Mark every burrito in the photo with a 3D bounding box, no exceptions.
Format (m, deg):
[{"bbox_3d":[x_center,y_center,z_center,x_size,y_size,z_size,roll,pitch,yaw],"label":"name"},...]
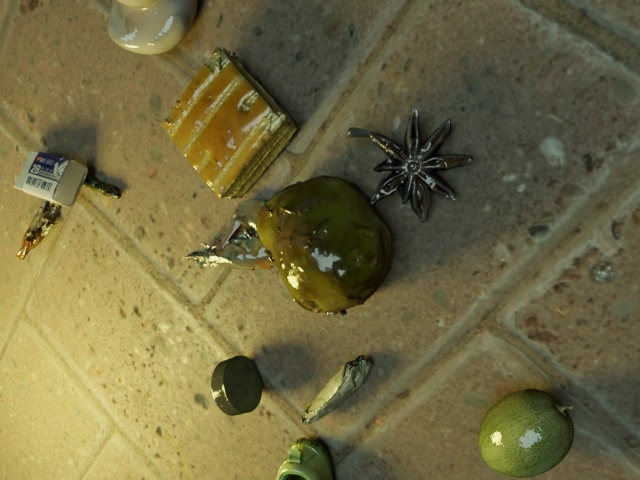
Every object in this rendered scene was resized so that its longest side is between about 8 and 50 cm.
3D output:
[{"bbox_3d":[0.030,0.339,1.045,0.229,0.063,0.058,-47,50,25],"label":"burrito"}]

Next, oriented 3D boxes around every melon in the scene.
[{"bbox_3d":[0.374,0.345,0.844,0.139,0.139,0.192,46,118,12],"label":"melon"}]

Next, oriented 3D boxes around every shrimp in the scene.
[{"bbox_3d":[-0.804,-0.048,1.359,0.262,0.066,0.117,-51,37,19],"label":"shrimp"},{"bbox_3d":[-0.192,-0.006,1.097,0.317,0.062,0.164,-9,90,21],"label":"shrimp"}]

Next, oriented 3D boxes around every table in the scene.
[{"bbox_3d":[-0.198,0.345,1.111,0.043,0.133,0.133,-23,88,27],"label":"table"}]

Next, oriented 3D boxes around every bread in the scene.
[{"bbox_3d":[-0.202,-0.257,1.032,0.246,0.111,0.239,-44,80,23],"label":"bread"}]

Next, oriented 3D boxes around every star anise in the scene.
[{"bbox_3d":[0.167,-0.151,0.891,0.209,0.089,0.231,-34,89,13],"label":"star anise"}]

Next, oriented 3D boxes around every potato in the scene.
[{"bbox_3d":[0.000,0.000,0.917,0.300,0.196,0.246,42,102,8],"label":"potato"}]

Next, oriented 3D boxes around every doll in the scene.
[{"bbox_3d":[-0.396,-0.540,1.025,0.221,0.221,0.251,49,114,11],"label":"doll"}]

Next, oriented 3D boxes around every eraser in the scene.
[{"bbox_3d":[-0.752,-0.174,1.294,0.210,0.068,0.124,16,83,30],"label":"eraser"}]

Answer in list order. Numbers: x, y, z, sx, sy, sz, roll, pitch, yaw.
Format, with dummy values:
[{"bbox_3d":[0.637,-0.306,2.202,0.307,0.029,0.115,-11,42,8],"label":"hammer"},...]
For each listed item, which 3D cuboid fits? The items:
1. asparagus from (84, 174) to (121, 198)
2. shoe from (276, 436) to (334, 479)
[{"bbox_3d":[-0.604,-0.147,1.280,0.165,0.030,0.036,22,78,21],"label":"asparagus"},{"bbox_3d":[-0.037,0.600,1.094,0.140,0.128,0.261,-3,94,39],"label":"shoe"}]
